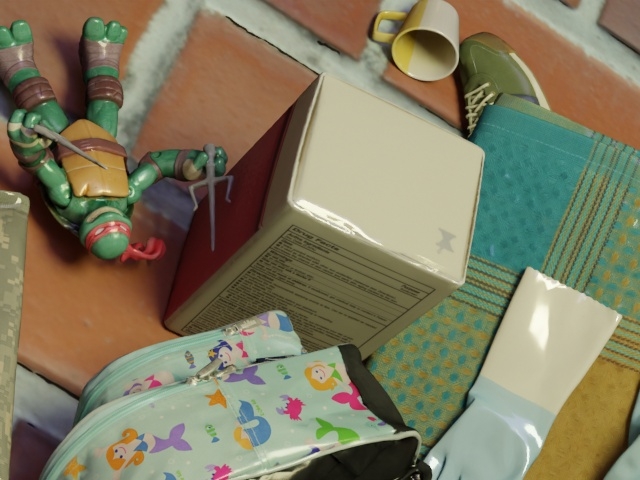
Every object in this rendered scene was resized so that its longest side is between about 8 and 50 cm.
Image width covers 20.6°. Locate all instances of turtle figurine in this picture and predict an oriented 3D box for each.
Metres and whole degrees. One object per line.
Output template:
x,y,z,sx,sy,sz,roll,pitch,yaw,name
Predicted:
-0.177,-0.069,1.366,0.175,0.118,0.234,7,47,-40,turtle figurine

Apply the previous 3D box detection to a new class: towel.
0.180,0.098,1.372,0.271,0.040,0.370,24,87,9,towel

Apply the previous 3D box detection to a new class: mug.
0.096,-0.196,1.633,0.078,0.062,0.064,35,44,-18,mug

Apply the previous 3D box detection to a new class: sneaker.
0.167,-0.101,1.617,0.086,0.064,0.192,-23,81,-42,sneaker

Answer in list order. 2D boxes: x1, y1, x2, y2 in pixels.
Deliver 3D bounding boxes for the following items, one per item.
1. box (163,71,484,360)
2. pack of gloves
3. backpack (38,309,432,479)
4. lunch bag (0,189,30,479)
0.000,0.000,1.356,0.149,0.232,0.127,25,55,-17,box
0.187,0.163,1.321,0.195,0.046,0.232,29,87,8,pack of gloves
-0.080,0.179,1.223,0.253,0.225,0.191,-21,54,-32,backpack
-0.349,0.072,1.157,0.287,0.169,0.235,10,58,-17,lunch bag
